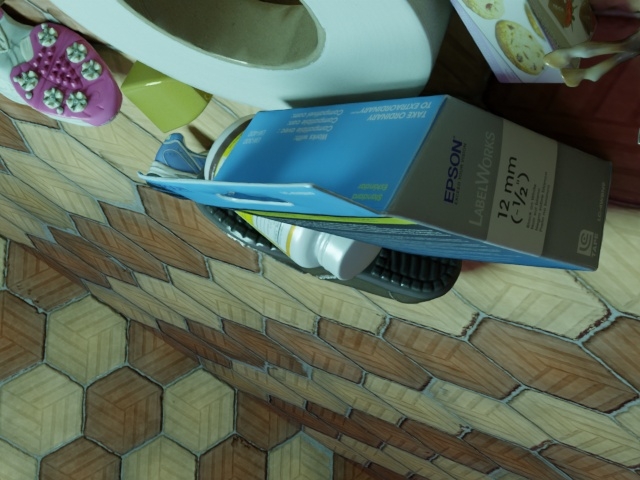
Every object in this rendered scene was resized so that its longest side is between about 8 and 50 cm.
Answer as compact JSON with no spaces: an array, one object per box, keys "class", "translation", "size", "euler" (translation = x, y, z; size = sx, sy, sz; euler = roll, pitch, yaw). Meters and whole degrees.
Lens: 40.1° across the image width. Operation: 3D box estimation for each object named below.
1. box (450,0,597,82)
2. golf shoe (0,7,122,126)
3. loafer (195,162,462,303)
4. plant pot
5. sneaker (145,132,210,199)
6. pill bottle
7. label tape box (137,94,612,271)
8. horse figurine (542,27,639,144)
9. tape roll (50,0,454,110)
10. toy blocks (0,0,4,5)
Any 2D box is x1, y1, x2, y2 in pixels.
[{"class":"box","translation":[0.089,-0.231,0.568],"size":[0.067,0.063,0.324],"euler":[8,151,43]},{"class":"golf shoe","translation":[-0.374,-0.227,1.182],"size":[0.306,0.115,0.140],"euler":[29,172,20]},{"class":"loafer","translation":[0.000,0.000,1.148],"size":[0.366,0.133,0.130],"euler":[26,160,11]},{"class":"plant pot","translation":[-0.163,-0.185,1.016],"size":[0.083,0.081,0.081],"euler":[-5,143,38]},{"class":"sneaker","translation":[-0.140,-0.084,1.237],"size":[0.211,0.081,0.080],"euler":[23,167,-39]},{"class":"pill bottle","translation":[-0.027,-0.049,1.022],"size":[0.215,0.117,0.117],"euler":[39,166,25]},{"class":"label tape box","translation":[0.054,-0.059,0.781],"size":[0.348,0.115,0.249],"euler":[15,174,-40]},{"class":"horse figurine","translation":[0.198,-0.173,0.513],"size":[0.175,0.066,0.263],"euler":[-20,127,27]},{"class":"tape roll","translation":[-0.082,-0.222,0.717],"size":[0.392,0.072,0.392],"euler":[19,166,5]},{"class":"toy blocks","translation":[-0.451,-0.301,0.838],"size":[0.382,0.260,0.190],"euler":[28,163,1]}]
